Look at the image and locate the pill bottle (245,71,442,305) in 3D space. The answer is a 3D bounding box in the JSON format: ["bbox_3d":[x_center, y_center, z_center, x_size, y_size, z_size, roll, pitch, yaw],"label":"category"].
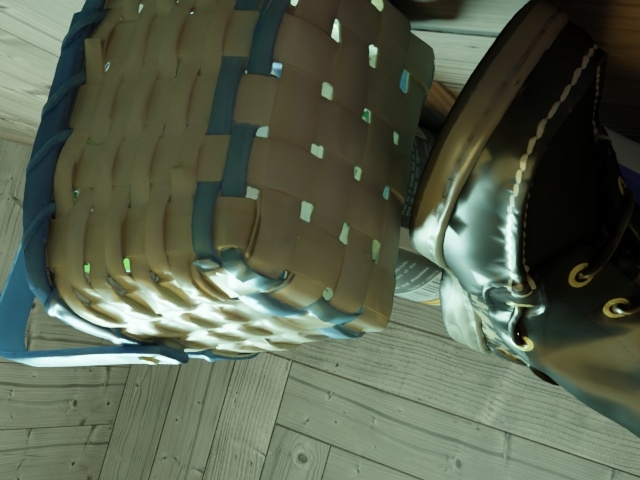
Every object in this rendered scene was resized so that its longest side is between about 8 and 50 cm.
[{"bbox_3d":[0.029,-0.044,0.729,0.278,0.162,0.162,18,176,-35],"label":"pill bottle"}]

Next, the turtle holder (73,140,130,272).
[{"bbox_3d":[-0.300,-0.073,1.239,0.227,0.243,0.320,-3,178,-31],"label":"turtle holder"}]

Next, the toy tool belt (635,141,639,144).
[{"bbox_3d":[0.243,-0.045,0.635,0.052,0.051,0.083,16,177,-15],"label":"toy tool belt"}]

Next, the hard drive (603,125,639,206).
[{"bbox_3d":[0.295,0.045,0.602,0.319,0.040,0.210,32,160,18],"label":"hard drive"}]

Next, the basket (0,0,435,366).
[{"bbox_3d":[-0.087,-0.039,0.502,0.289,0.254,0.201,1,163,36],"label":"basket"}]

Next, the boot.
[{"bbox_3d":[0.206,0.040,0.477,0.284,0.138,0.377,31,163,22],"label":"boot"}]
